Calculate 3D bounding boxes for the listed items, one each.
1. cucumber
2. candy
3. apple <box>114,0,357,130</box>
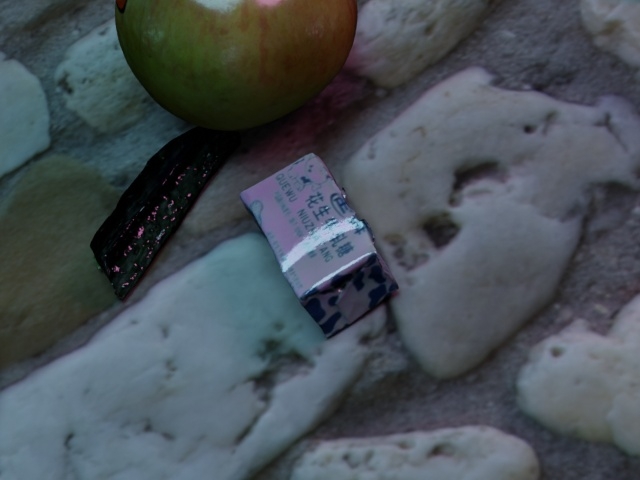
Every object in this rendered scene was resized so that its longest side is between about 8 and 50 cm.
[{"bbox_3d":[-0.167,-0.042,1.645,0.070,0.046,0.220,16,60,38],"label":"cucumber"},{"bbox_3d":[0.000,0.000,1.529,0.092,0.073,0.160,-32,51,2],"label":"candy"},{"bbox_3d":[-0.084,-0.223,1.634,0.261,0.194,0.261,1,38,-1],"label":"apple"}]
